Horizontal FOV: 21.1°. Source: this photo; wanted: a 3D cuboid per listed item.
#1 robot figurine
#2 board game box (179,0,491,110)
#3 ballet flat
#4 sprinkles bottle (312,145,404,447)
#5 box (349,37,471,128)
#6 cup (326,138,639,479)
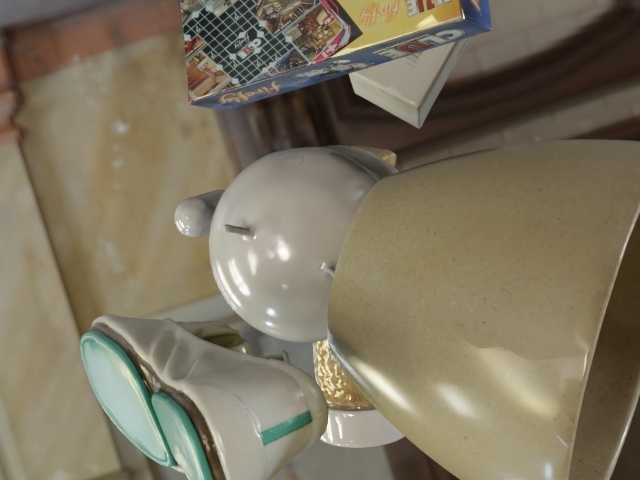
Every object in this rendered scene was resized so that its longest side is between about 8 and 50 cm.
[{"bbox_3d":[0.000,0.000,1.829,0.300,0.199,0.353,10,-174,12],"label":"robot figurine"},{"bbox_3d":[0.002,-0.202,1.249,0.243,0.165,0.042,-13,168,34],"label":"board game box"},{"bbox_3d":[-0.096,0.129,1.457,0.139,0.139,0.400,-17,-169,-18],"label":"ballet flat"},{"bbox_3d":[0.043,0.068,2.096,0.121,0.355,0.121,-3,-168,1],"label":"sprinkles bottle"},{"bbox_3d":[0.103,-0.212,1.931,0.130,0.091,0.170,-61,175,-2],"label":"box"},{"bbox_3d":[0.145,0.054,1.438,0.237,0.331,0.331,16,-170,18],"label":"cup"}]
